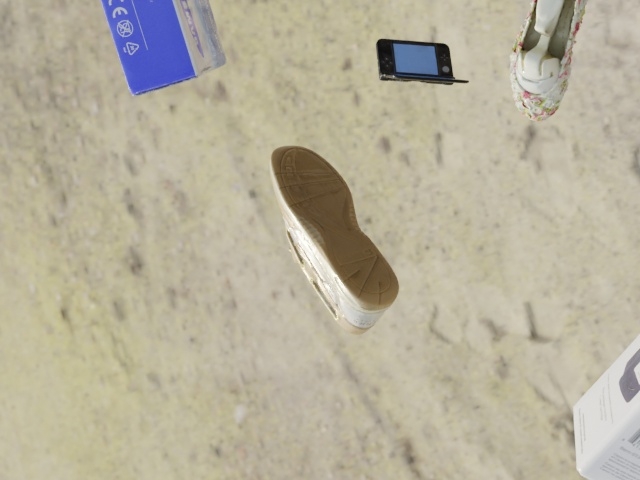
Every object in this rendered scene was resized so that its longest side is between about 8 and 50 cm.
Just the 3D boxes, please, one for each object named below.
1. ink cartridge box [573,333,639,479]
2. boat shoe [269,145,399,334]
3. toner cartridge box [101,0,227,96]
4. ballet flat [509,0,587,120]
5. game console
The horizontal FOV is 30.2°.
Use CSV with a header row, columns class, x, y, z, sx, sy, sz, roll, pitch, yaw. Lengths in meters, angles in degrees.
class,x,y,z,sx,sy,sz,roll,pitch,yaw
ink cartridge box,0.372,0.147,1.097,0.237,0.172,0.100,-57,11,34
boat shoe,0.000,0.000,0.918,0.170,0.063,0.059,63,146,33
toner cartridge box,-0.190,-0.328,1.186,0.165,0.075,0.348,-65,-41,-75
ballet flat,0.286,-0.262,1.521,0.091,0.077,0.241,19,117,22
game console,0.155,-0.274,1.811,0.071,0.122,0.107,123,146,-62
